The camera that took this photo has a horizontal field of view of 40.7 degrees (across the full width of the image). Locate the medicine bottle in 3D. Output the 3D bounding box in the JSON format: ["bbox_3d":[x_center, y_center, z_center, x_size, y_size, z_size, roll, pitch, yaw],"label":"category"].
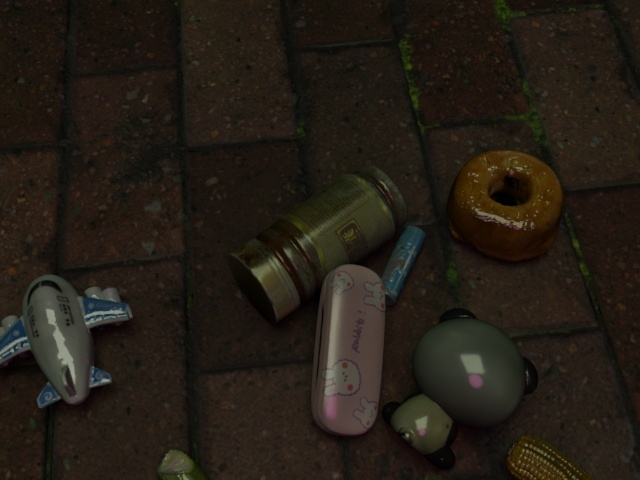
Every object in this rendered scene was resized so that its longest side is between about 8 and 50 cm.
[{"bbox_3d":[0.000,0.000,1.592,0.322,0.151,0.151,-36,64,-19],"label":"medicine bottle"}]

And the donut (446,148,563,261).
[{"bbox_3d":[0.354,-0.070,1.653,0.226,0.114,0.227,-1,57,1],"label":"donut"}]

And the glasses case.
[{"bbox_3d":[0.050,0.187,1.489,0.113,0.075,0.297,12,70,-21],"label":"glasses case"}]

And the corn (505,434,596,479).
[{"bbox_3d":[0.404,0.399,1.382,0.231,0.080,0.080,33,64,20],"label":"corn"}]

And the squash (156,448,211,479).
[{"bbox_3d":[-0.183,0.431,1.378,0.069,0.069,0.239,-35,64,-19],"label":"squash"}]

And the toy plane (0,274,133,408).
[{"bbox_3d":[-0.459,0.171,1.516,0.266,0.123,0.267,-1,56,1],"label":"toy plane"}]

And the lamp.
[{"bbox_3d":[0.225,0.245,1.433,0.197,0.198,0.244,40,90,22],"label":"lamp"}]

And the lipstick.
[{"bbox_3d":[0.149,0.047,1.621,0.048,0.048,0.158,21,61,13],"label":"lipstick"}]
